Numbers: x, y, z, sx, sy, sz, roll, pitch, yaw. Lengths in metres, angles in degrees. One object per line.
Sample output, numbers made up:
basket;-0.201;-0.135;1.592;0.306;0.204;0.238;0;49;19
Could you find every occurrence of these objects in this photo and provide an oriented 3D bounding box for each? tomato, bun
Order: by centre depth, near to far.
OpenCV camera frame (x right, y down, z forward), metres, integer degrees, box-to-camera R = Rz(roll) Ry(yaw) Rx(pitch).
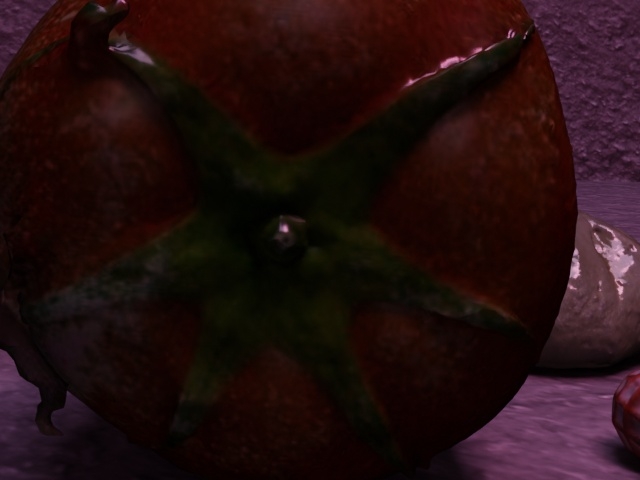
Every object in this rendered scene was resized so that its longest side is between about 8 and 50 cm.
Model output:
tomato;-0.019;-0.021;0.429;0.303;0.304;0.239;2;12;0
bun;0.192;0.031;0.649;0.195;0.118;0.195;4;8;-1

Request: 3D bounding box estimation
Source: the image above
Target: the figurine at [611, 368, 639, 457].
figurine;0.287;0.037;0.405;0.167;0.281;0.370;45;28;3
